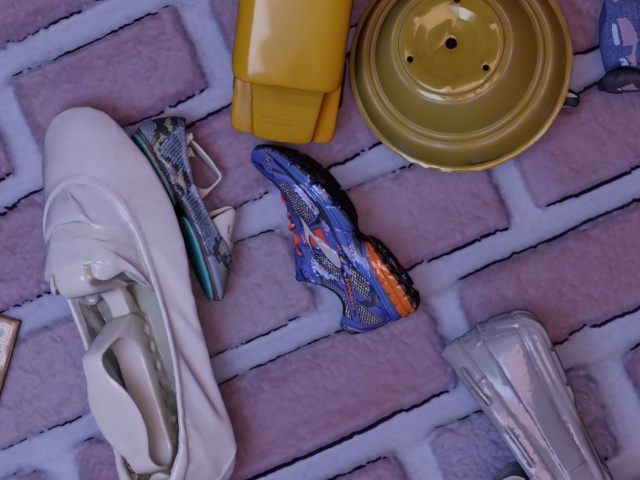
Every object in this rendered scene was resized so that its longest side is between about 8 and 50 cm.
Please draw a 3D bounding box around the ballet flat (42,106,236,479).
[{"bbox_3d":[-0.188,0.068,1.789,0.139,0.139,0.400,-18,93,2],"label":"ballet flat"}]

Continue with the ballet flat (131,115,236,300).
[{"bbox_3d":[-0.117,-0.035,1.832,0.070,0.070,0.188,-24,96,2],"label":"ballet flat"}]

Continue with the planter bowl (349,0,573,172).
[{"bbox_3d":[0.127,-0.178,1.783,0.217,0.090,0.217,-1,83,10],"label":"planter bowl"}]

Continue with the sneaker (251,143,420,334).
[{"bbox_3d":[0.000,0.000,1.824,0.087,0.083,0.221,-38,88,10],"label":"sneaker"}]

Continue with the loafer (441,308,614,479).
[{"bbox_3d":[0.219,0.225,1.822,0.111,0.112,0.319,-24,85,7],"label":"loafer"}]

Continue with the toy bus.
[{"bbox_3d":[-0.017,-0.250,1.754,0.108,0.130,0.333,8,109,0],"label":"toy bus"}]

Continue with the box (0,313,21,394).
[{"bbox_3d":[-0.401,0.152,1.863,0.164,0.021,0.201,17,93,0],"label":"box"}]

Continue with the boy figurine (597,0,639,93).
[{"bbox_3d":[0.321,-0.284,1.800,0.177,0.092,0.285,0,96,3],"label":"boy figurine"}]

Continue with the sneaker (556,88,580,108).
[{"bbox_3d":[0.198,-0.128,1.836,0.109,0.040,0.044,-3,97,9],"label":"sneaker"}]
